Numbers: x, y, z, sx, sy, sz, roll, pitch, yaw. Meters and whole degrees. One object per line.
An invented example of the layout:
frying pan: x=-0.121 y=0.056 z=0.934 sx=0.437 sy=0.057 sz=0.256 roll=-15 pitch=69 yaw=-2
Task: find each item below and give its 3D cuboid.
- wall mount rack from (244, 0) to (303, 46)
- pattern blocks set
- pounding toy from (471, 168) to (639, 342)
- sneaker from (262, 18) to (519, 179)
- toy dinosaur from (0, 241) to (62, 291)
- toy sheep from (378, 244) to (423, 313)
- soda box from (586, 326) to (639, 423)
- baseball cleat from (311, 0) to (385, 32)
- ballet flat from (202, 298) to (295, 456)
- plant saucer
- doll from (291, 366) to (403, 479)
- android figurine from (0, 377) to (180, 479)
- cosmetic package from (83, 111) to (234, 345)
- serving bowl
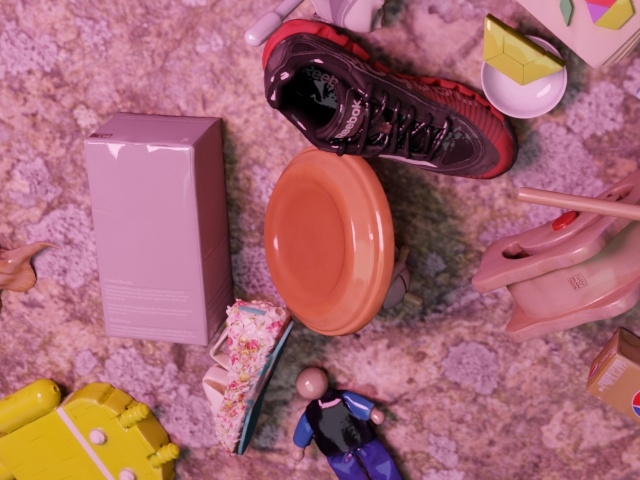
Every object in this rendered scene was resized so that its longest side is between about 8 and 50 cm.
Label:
wall mount rack: x=-0.037 y=-0.353 z=1.173 sx=0.350 sy=0.130 sz=0.304 roll=38 pitch=108 yaw=15
pattern blocks set: x=0.237 y=-0.258 z=1.199 sx=0.325 sy=0.026 sz=0.285 roll=28 pitch=126 yaw=5
pounding toy: x=0.254 y=-0.019 z=1.294 sx=0.269 sy=0.154 sz=0.155 roll=-23 pitch=107 yaw=48
sneaker: x=0.062 y=-0.120 z=1.304 sx=0.276 sy=0.135 sz=0.097 roll=24 pitch=117 yaw=-1
toy dinosaur: x=-0.370 y=0.025 z=1.560 sx=0.093 sy=0.053 sz=0.183 roll=34 pitch=128 yaw=-19
toy sheep: x=0.051 y=0.033 z=1.409 sx=0.132 sy=0.091 sz=0.091 roll=33 pitch=120 yaw=18
soda box: x=0.370 y=0.168 z=1.391 sx=0.181 sy=0.061 sz=0.058 roll=32 pitch=119 yaw=0
baseball cleat: x=0.031 y=-0.298 z=1.267 sx=0.109 sy=0.072 sz=0.206 roll=16 pitch=117 yaw=9
ballet flat: x=-0.089 y=0.146 z=1.491 sx=0.077 sy=0.091 sz=0.241 roll=24 pitch=132 yaw=5
plant saucer: x=0.000 y=0.000 z=1.368 sx=0.200 sy=0.037 sz=0.200 roll=10 pitch=102 yaw=52
doll: x=0.024 y=0.228 z=1.531 sx=0.129 sy=0.046 sz=0.189 roll=-23 pitch=106 yaw=24
android figurine: x=-0.293 y=0.277 z=1.645 sx=0.273 sy=0.056 sz=0.248 roll=-25 pitch=105 yaw=27
cosmetic package: x=-0.171 y=-0.013 z=1.446 sx=0.127 sy=0.107 sz=0.238 roll=6 pitch=113 yaw=14
serving bowl: x=0.200 y=-0.163 z=1.305 sx=0.083 sy=0.027 sz=0.083 roll=7 pitch=114 yaw=15
